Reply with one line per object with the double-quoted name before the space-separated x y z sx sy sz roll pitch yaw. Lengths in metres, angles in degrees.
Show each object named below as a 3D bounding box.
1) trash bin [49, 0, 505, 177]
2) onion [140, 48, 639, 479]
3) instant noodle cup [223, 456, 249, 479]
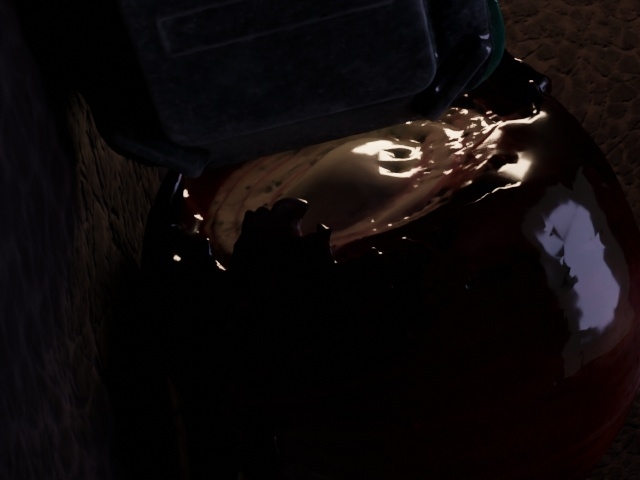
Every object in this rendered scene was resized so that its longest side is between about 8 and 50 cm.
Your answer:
"trash bin" -0.053 -0.262 1.094 0.381 0.259 0.295 -101 176 -49
"onion" 0.052 0.052 1.158 0.341 0.341 0.341 -8 90 -83
"instant noodle cup" -0.010 0.173 1.384 0.274 0.091 0.274 0 90 -83
